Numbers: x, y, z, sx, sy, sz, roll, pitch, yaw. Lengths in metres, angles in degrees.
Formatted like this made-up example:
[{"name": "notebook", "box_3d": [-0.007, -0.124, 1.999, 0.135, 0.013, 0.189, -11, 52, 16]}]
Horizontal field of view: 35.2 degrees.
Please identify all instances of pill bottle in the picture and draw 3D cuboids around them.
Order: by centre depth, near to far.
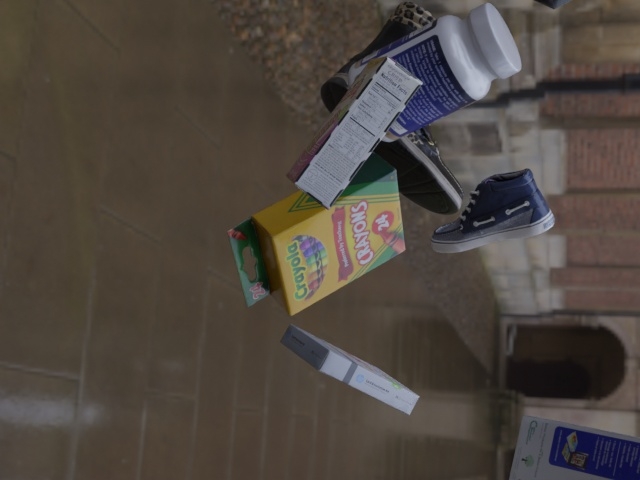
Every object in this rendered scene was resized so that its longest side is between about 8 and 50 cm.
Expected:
[{"name": "pill bottle", "box_3d": [0.191, -0.284, 1.697, 0.153, 0.264, 0.153, 42, 35, -39]}]

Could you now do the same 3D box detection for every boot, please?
[{"name": "boot", "box_3d": [0.221, -0.042, 1.379, 0.069, 0.190, 0.086, -44, 113, -49]}, {"name": "boot", "box_3d": [0.200, -0.263, 2.005, 0.377, 0.138, 0.284, 43, 63, -18]}]

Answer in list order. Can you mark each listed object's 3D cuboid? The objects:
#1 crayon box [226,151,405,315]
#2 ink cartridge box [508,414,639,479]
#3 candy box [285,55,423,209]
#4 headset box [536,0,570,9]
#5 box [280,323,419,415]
[{"name": "crayon box", "box_3d": [0.000, 0.000, 1.826, 0.081, 0.318, 0.202, 44, -25, 42]}, {"name": "ink cartridge box", "box_3d": [0.450, 0.384, 1.590, 0.065, 0.332, 0.165, 24, 77, -39]}, {"name": "candy box", "box_3d": [0.046, -0.166, 1.534, 0.233, 0.071, 0.159, -53, -170, 2]}, {"name": "headset box", "box_3d": [0.355, -0.538, 1.723, 0.293, 0.110, 0.218, 50, -13, 56]}, {"name": "box", "box_3d": [0.045, 0.200, 1.573, 0.038, 0.186, 0.145, -60, -152, -2]}]
